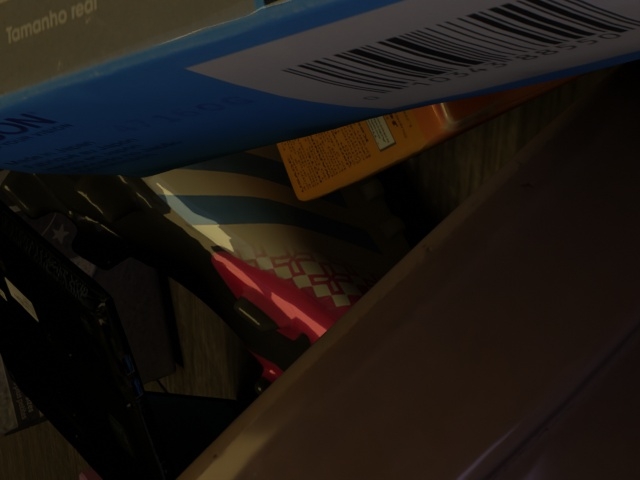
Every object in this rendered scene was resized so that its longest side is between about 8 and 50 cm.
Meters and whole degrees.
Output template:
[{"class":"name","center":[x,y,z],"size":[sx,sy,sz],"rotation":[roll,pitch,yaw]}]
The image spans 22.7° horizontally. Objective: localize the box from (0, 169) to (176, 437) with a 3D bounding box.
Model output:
[{"class":"box","center":[-0.214,-0.012,1.078],"size":[0.142,0.163,0.247],"rotation":[31,136,54]}]

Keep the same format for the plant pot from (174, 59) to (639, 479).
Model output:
[{"class":"plant pot","center":[0.092,0.107,0.531],"size":[0.229,0.263,0.263],"rotation":[46,151,4]}]

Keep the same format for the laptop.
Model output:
[{"class":"laptop","center":[-0.077,0.067,0.867],"size":[0.234,0.137,0.264],"rotation":[32,144,50]}]

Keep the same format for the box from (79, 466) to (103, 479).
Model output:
[{"class":"box","center":[-0.046,0.274,1.020],"size":[0.213,0.117,0.243],"rotation":[42,143,43]}]

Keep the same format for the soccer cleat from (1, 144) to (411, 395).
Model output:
[{"class":"soccer cleat","center":[0.000,0.000,0.755],"size":[0.331,0.143,0.116],"rotation":[40,155,5]}]

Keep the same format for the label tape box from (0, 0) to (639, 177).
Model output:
[{"class":"label tape box","center":[-0.016,-0.208,0.438],"size":[0.249,0.115,0.347],"rotation":[-11,81,43]}]

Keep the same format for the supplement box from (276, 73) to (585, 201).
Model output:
[{"class":"supplement box","center":[0.033,-0.072,0.602],"size":[0.080,0.078,0.233],"rotation":[64,167,0]}]
